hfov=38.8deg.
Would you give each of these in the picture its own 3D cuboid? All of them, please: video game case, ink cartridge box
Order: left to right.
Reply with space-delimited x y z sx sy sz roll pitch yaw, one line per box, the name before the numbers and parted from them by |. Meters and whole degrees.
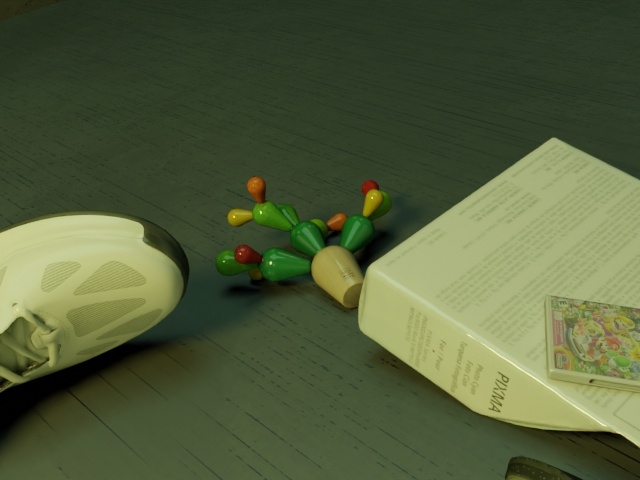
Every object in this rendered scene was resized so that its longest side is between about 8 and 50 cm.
video game case | 0.243 0.085 0.731 0.122 0.011 0.087 8 41 5
ink cartridge box | 0.277 0.076 0.821 0.385 0.091 0.308 35 50 29

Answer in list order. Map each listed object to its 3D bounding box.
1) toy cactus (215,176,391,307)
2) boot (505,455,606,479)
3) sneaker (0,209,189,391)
toy cactus | 0.000 0.000 0.996 0.219 0.112 0.180 -14 39 -24
boot | 0.143 0.223 0.544 0.083 0.161 0.246 25 -10 -2
sneaker | -0.323 0.143 0.811 0.447 0.169 0.257 -18 39 1
